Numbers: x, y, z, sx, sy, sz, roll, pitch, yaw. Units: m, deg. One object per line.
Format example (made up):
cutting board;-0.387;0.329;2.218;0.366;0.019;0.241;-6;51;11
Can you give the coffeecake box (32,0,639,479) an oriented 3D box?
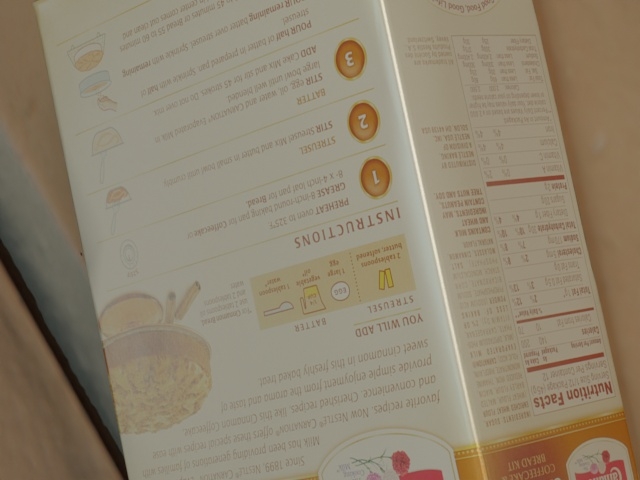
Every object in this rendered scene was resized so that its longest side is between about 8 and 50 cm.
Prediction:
coffeecake box;0.000;0.000;0.563;0.142;0.068;0.185;-17;83;45
